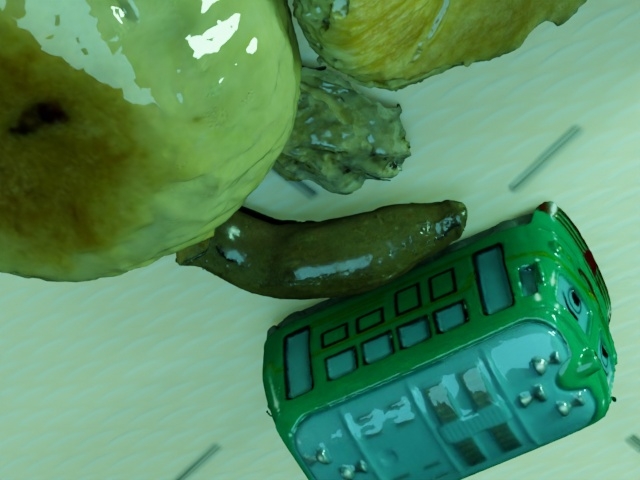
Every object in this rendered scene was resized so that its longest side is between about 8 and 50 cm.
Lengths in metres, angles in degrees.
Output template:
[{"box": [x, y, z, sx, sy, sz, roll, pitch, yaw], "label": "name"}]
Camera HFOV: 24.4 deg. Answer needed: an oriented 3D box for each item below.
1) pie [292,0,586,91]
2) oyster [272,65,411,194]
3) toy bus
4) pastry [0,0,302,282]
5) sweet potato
[{"box": [0.128, -0.252, 1.180, 0.339, 0.083, 0.339, -23, 149, -15], "label": "pie"}, {"box": [-0.014, -0.102, 1.376, 0.209, 0.072, 0.133, 36, 119, -20], "label": "oyster"}, {"box": [0.118, 0.127, 1.437, 0.343, 0.199, 0.183, -26, 116, 15], "label": "toy bus"}, {"box": [-0.204, -0.164, 1.206, 0.388, 0.313, 0.388, 9, 130, 11], "label": "pastry"}, {"box": [-0.001, 0.003, 1.422, 0.285, 0.085, 0.112, -3, 116, 10], "label": "sweet potato"}]
